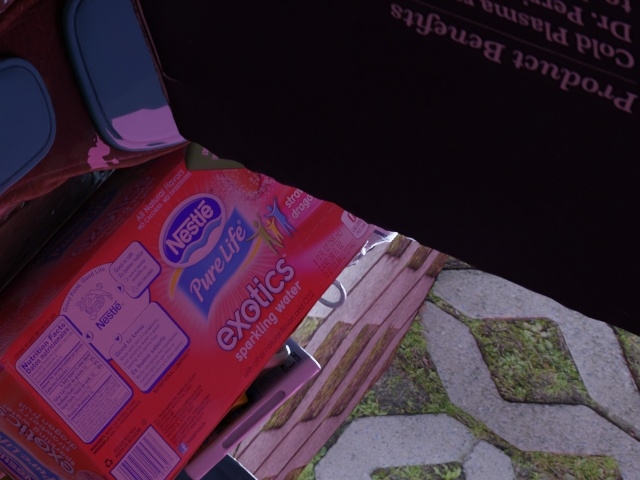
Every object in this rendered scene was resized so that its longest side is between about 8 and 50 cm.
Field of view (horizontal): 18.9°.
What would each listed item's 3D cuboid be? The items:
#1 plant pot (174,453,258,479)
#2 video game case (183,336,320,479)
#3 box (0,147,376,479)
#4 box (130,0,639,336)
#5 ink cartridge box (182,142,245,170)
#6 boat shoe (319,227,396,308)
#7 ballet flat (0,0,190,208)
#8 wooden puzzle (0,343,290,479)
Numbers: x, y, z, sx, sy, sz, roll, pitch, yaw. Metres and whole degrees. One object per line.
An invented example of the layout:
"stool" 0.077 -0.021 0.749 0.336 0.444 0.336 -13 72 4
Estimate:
"plant pot" -0.211 0.387 1.793 0.334 0.341 0.341 -40 163 -31
"video game case" -0.069 0.142 1.682 0.143 0.019 0.157 -42 -169 -3
"box" -0.121 0.042 1.381 0.142 0.154 0.300 -15 -150 54
"box" 0.131 -0.305 0.755 0.480 0.297 0.472 -52 152 -24
"ink cartridge box" 0.054 -0.153 1.299 0.211 0.289 0.121 110 -26 -57
"boat shoe" -0.007 -0.005 2.039 0.156 0.136 0.367 -53 180 -1
"ballet flat" -0.159 -0.074 1.005 0.342 0.124 0.116 -35 118 -41
"wooden puzzle" -0.162 0.158 1.601 0.221 0.044 0.239 -35 164 32
